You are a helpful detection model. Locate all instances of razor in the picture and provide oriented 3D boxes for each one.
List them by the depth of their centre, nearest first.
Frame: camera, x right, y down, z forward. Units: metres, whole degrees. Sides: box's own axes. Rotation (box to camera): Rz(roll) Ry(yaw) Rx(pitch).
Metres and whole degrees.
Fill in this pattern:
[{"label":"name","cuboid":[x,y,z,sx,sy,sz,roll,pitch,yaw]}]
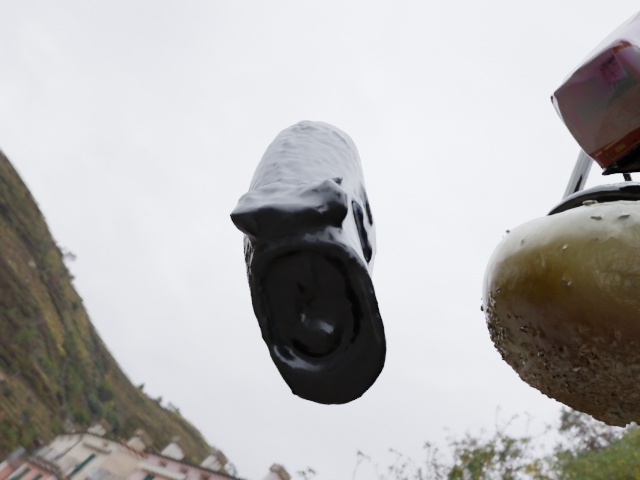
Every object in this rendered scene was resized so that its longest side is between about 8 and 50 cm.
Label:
[{"label":"razor","cuboid":[-0.004,0.001,0.652,0.107,0.327,0.189,-14,-72,7]}]

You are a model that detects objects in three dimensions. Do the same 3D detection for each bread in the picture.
[{"label":"bread","cuboid":[0.280,0.080,0.602,0.306,0.158,0.305,16,-13,4]}]

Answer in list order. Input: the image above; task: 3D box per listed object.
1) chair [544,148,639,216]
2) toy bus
[{"label":"chair","cuboid":[0.512,-0.032,0.937,0.362,0.410,0.364,-1,-59,51]},{"label":"toy bus","cuboid":[0.390,-0.191,0.807,0.147,0.303,0.127,48,-40,3]}]
